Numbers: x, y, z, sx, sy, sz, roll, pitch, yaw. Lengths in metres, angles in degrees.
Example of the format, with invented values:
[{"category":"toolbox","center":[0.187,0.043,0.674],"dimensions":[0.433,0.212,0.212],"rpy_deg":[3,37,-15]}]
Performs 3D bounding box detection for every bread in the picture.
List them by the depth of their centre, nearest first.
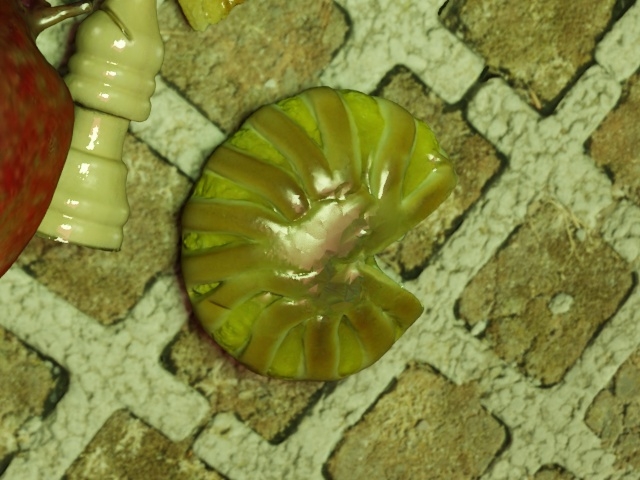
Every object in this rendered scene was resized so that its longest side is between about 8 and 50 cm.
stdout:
[{"category":"bread","center":[0.000,0.000,1.679],"dimensions":[0.333,0.160,0.333],"rpy_deg":[-5,107,-18]}]

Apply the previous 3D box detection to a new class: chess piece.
[{"category":"chess piece","center":[-0.215,-0.149,1.578],"dimensions":[0.139,0.124,0.307],"rpy_deg":[12,97,-50]}]

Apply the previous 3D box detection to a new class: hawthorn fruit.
[{"category":"hawthorn fruit","center":[-0.384,-0.104,1.436],"dimensions":[0.308,0.308,0.324],"rpy_deg":[14,91,-24]}]

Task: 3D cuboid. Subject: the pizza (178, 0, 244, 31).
[{"category":"pizza","center":[-0.085,-0.385,1.574],"dimensions":[0.268,0.087,0.258],"rpy_deg":[-37,112,-4]}]
